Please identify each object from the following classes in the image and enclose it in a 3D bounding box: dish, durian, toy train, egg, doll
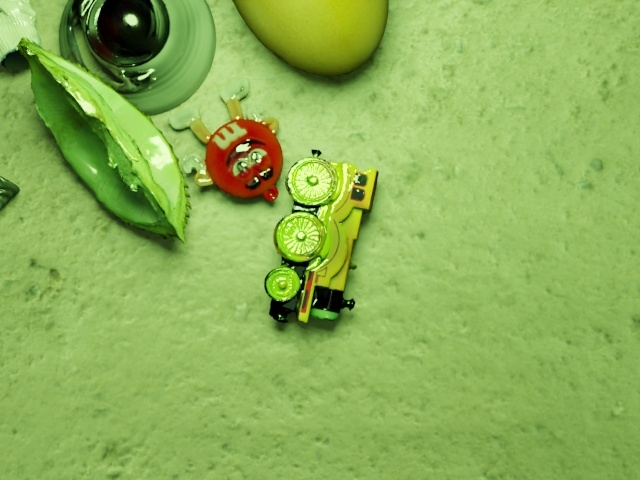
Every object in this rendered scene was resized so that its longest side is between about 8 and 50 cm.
[{"bbox_3d":[-0.321,-0.356,1.358,0.273,0.134,0.273,0,87,1],"label":"dish"},{"bbox_3d":[-0.357,-0.152,1.296,0.163,0.198,0.394,-30,112,9],"label":"durian"},{"bbox_3d":[0.000,0.000,1.352,0.160,0.100,0.296,13,87,-1],"label":"toy train"},{"bbox_3d":[-0.019,-0.420,1.302,0.250,0.250,0.322,-28,96,-2],"label":"egg"},{"bbox_3d":[-0.148,-0.155,1.371,0.183,0.085,0.217,-28,78,-3],"label":"doll"}]

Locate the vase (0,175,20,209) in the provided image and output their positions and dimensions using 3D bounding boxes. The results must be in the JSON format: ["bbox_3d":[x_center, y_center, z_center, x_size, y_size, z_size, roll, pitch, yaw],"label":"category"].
[{"bbox_3d":[-0.603,-0.009,1.357,0.115,0.115,0.237,30,82,2],"label":"vase"}]

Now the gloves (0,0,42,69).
[{"bbox_3d":[-0.560,-0.397,1.378,0.119,0.097,0.229,-31,92,-6],"label":"gloves"}]
